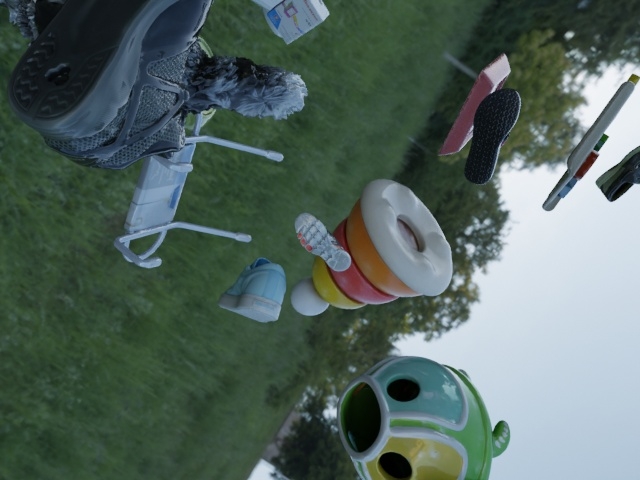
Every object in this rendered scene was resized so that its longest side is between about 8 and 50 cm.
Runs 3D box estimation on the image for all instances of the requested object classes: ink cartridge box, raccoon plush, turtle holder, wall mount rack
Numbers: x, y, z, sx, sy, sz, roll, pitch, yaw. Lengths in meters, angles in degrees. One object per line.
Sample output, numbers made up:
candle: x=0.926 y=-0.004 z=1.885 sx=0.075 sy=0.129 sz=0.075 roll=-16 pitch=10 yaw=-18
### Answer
ink cartridge box: x=-0.054 y=-0.548 z=1.338 sx=0.122 sy=0.088 sz=0.052 roll=-20 pitch=-151 yaw=36
raccoon plush: x=-0.263 y=-0.311 z=0.788 sx=0.446 sy=0.299 sz=0.216 roll=2 pitch=156 yaw=-44
turtle holder: x=0.154 y=0.347 z=0.929 sx=0.243 sy=0.227 sz=0.320 roll=-37 pitch=-139 yaw=41
wall mount rack: x=-0.234 y=-0.086 z=1.066 sx=0.304 sy=0.130 sz=0.350 roll=-24 pitch=144 yaw=-58

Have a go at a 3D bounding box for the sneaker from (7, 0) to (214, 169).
sneaker: x=-0.135 y=-0.151 z=0.438 sx=0.130 sy=0.087 sz=0.228 roll=91 pitch=23 yaw=-71

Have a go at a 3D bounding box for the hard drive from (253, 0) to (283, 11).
hard drive: x=-0.132 y=-0.744 z=1.507 sx=0.203 sy=0.307 sz=0.040 roll=-61 pitch=-143 yaw=13

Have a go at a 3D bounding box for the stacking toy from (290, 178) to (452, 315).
stacking toy: x=0.098 y=0.080 z=1.582 sx=0.480 sy=0.350 sz=0.351 roll=-35 pitch=-163 yaw=33

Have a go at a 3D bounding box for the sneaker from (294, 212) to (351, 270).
sneaker: x=0.000 y=0.000 z=1.167 sx=0.061 sy=0.158 sz=0.065 roll=-37 pitch=-158 yaw=9

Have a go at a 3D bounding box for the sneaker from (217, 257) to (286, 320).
sneaker: x=-0.164 y=0.126 z=1.442 sx=0.366 sy=0.135 sz=0.150 roll=-12 pitch=-125 yaw=65

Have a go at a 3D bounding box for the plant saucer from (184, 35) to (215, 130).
plant saucer: x=-0.290 y=-0.377 z=1.280 sx=0.241 sy=0.037 sz=0.241 roll=-2 pitch=90 yaw=-74

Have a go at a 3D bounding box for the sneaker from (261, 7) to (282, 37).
sneaker: x=-0.058 y=-0.800 z=1.657 sx=0.236 sy=0.130 sz=0.323 roll=-5 pitch=-95 yaw=40

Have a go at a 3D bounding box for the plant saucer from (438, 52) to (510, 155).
plant saucer: x=0.439 y=-0.373 z=1.544 sx=0.258 sy=0.047 sz=0.259 roll=-43 pitch=160 yaw=-49

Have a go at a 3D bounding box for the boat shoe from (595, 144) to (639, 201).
boat shoe: x=0.740 y=-0.164 z=1.296 sx=0.080 sy=0.073 sz=0.223 roll=-13 pitch=160 yaw=-17

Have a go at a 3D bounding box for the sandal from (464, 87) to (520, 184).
sandal: x=0.294 y=-0.182 z=0.959 sx=0.040 sy=0.067 sz=0.179 roll=-41 pitch=150 yaw=-46

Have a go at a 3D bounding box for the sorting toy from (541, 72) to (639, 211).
sorting toy: x=0.555 y=-0.208 z=1.092 sx=0.307 sy=0.041 sz=0.229 roll=-52 pitch=161 yaw=-7
